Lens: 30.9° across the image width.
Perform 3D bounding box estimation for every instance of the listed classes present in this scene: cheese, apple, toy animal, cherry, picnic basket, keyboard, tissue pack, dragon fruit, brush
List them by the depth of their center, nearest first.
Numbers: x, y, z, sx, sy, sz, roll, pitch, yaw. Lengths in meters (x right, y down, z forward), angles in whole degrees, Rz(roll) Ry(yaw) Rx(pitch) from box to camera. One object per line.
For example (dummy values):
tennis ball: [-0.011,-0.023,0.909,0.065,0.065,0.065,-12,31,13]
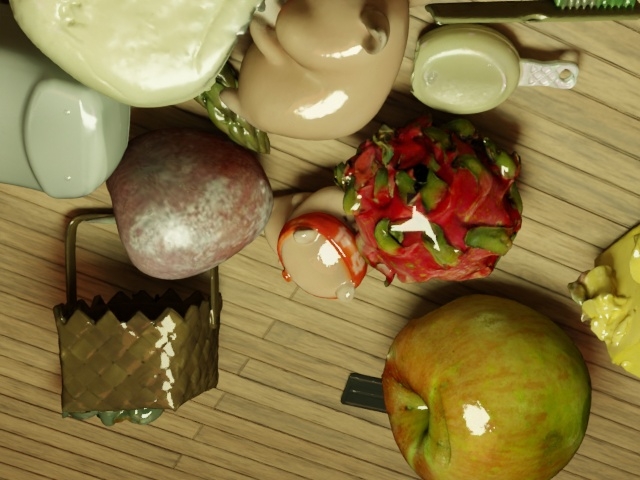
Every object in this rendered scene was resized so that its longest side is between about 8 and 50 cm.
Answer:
brush: [0.274,-0.303,1.473,0.282,0.054,0.048,-5,123,-11]
toy animal: [0.005,-0.258,1.529,0.213,0.195,0.256,30,135,7]
cheese: [0.239,-0.233,1.595,0.227,0.064,0.137,3,137,3]
tissue pack: [-0.429,-0.206,1.607,0.333,0.236,0.229,8,127,-1]
dragon fruit: [0.167,-0.055,1.675,0.303,0.237,0.231,21,160,-29]
cherry: [-0.213,-0.057,1.710,0.285,0.236,0.213,-9,155,-3]
toy animal: [0.000,0.000,1.771,0.171,0.198,0.171,-6,109,-17]
picnic basket: [-0.293,0.115,1.895,0.254,0.291,0.321,1,92,10]
apple: [0.272,0.251,1.898,0.340,0.339,0.339,4,136,4]
toy animal: [-0.358,0.290,2.182,0.251,0.125,0.127,7,165,-8]
keyboard: [0.231,0.322,2.189,0.381,0.041,0.103,17,136,0]

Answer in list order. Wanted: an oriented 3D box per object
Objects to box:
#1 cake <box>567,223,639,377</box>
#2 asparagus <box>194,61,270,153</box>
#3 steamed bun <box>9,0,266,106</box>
cake: [0.542,0.076,1.757,0.286,0.222,0.227,26,131,-18]
asparagus: [-0.153,-0.225,1.649,0.080,0.080,0.287,-19,127,26]
steamed bun: [-0.218,-0.351,1.415,0.312,0.233,0.334,38,103,-21]
